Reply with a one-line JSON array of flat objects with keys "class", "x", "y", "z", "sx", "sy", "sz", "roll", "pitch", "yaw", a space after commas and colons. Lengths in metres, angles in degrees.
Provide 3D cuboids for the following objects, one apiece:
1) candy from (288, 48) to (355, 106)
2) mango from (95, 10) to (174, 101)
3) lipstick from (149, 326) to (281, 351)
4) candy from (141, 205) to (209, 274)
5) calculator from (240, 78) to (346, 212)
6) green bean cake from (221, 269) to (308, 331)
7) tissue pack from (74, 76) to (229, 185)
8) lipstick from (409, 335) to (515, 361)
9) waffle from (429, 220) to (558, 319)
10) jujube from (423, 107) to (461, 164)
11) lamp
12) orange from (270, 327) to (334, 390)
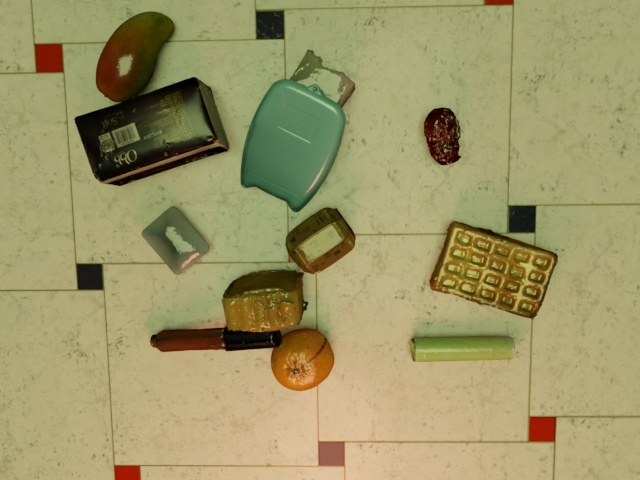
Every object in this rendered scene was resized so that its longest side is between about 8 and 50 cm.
[{"class": "candy", "x": -0.021, "y": -0.414, "z": 1.506, "sx": 0.185, "sy": 0.137, "sz": 0.195, "roll": 36, "pitch": 98, "yaw": -2}, {"class": "mango", "x": -0.537, "y": -0.531, "z": 1.515, "sx": 0.146, "sy": 0.129, "sz": 0.289, "roll": 24, "pitch": 88, "yaw": 1}, {"class": "lipstick", "x": -0.318, "y": 0.293, "z": 1.581, "sx": 0.419, "sy": 0.077, "sz": 0.077, "roll": -5, "pitch": 96, "yaw": 17}, {"class": "candy", "x": -0.436, "y": 0.001, "z": 1.594, "sx": 0.138, "sy": 0.071, "sz": 0.174, "roll": -39, "pitch": 93, "yaw": 5}, {"class": "calculator", "x": -0.084, "y": -0.261, "z": 1.482, "sx": 0.256, "sy": 0.054, "sz": 0.386, "roll": 26, "pitch": 123, "yaw": -1}, {"class": "green bean cake", "x": -0.155, "y": 0.174, "z": 1.530, "sx": 0.224, "sy": 0.229, "sz": 0.131, "roll": -6, "pitch": 103, "yaw": 5}, {"class": "tissue pack", "x": -0.470, "y": -0.298, "z": 1.499, "sx": 0.370, "sy": 0.198, "sz": 0.209, "roll": -17, "pitch": 98, "yaw": 4}, {"class": "lipstick", "x": 0.425, "y": 0.328, "z": 1.607, "sx": 0.304, "sy": 0.076, "sz": 0.076, "roll": -1, "pitch": 96, "yaw": 1}, {"class": "waffle", "x": 0.506, "y": 0.086, "z": 1.569, "sx": 0.328, "sy": 0.098, "sz": 0.224, "roll": 17, "pitch": 95, "yaw": 1}, {"class": "jujube", "x": 0.347, "y": -0.298, "z": 1.529, "sx": 0.104, "sy": 0.104, "sz": 0.165, "roll": -8, "pitch": 104, "yaw": 2}, {"class": "lamp", "x": 0.000, "y": 0.000, "z": 1.544, "sx": 0.185, "sy": 0.161, "sz": 0.161, "roll": -33, "pitch": 94, "yaw": 7}, {"class": "orange", "x": -0.054, "y": 0.356, "z": 1.580, "sx": 0.193, "sy": 0.161, "sz": 0.193, "roll": -1, "pitch": 103, "yaw": -5}]
